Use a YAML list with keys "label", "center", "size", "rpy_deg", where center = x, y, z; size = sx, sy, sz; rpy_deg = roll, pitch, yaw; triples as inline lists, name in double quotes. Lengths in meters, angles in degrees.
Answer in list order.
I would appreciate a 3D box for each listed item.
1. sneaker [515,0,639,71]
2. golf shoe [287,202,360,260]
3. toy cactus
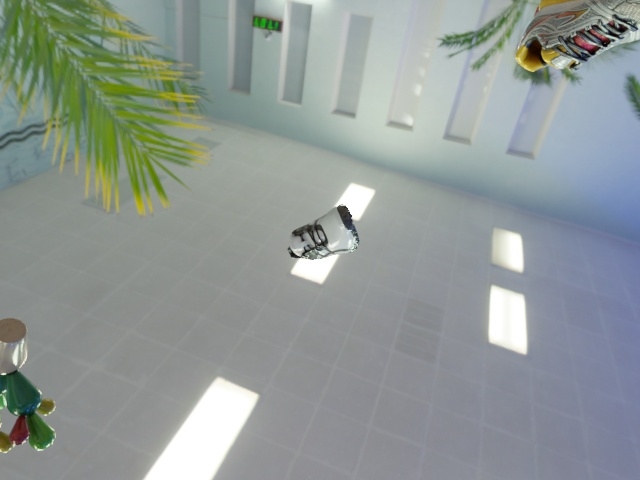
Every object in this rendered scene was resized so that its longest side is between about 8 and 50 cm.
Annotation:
- label: "sneaker"
  center: [0.319, -0.242, 0.545]
  size: [0.088, 0.093, 0.225]
  rpy_deg: [31, -174, -16]
- label: "golf shoe"
  center: [0.000, 0.000, 0.771]
  size: [0.093, 0.198, 0.077]
  rpy_deg: [-19, -100, -18]
- label: "toy cactus"
  center: [-0.405, 0.160, 0.569]
  size: [0.219, 0.181, 0.112]
  rpy_deg: [49, -145, 17]
